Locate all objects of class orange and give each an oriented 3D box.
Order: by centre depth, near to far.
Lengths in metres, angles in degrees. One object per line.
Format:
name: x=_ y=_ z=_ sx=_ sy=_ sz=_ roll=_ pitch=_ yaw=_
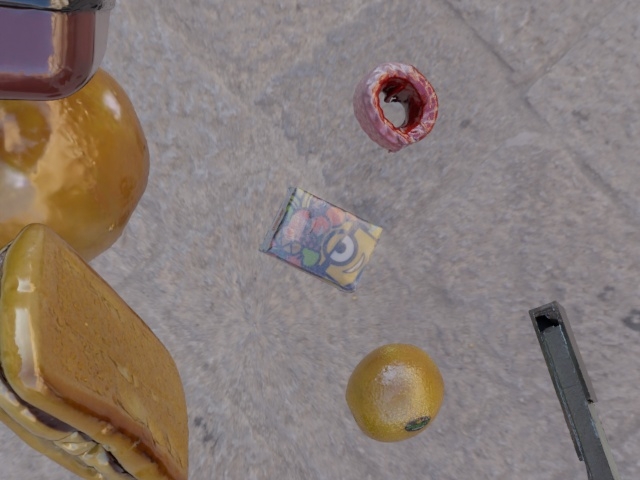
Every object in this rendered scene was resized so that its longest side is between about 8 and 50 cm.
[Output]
orange: x=0.174 y=0.353 z=1.791 sx=0.236 sy=0.236 sz=0.236 roll=1 pitch=84 yaw=-5

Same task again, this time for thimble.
thimble: x=0.166 y=-0.301 z=1.720 sx=0.163 sy=0.125 sz=0.189 roll=-32 pitch=97 yaw=-11

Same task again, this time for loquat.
loquat: x=-0.383 y=-0.108 z=0.972 sx=0.329 sy=0.328 sz=0.328 roll=1 pitch=84 yaw=-5

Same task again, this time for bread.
bread: x=-0.148 y=0.084 z=0.481 sx=0.077 sy=0.200 sz=0.116 roll=-15 pitch=51 yaw=9

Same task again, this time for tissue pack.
tissue pack: x=0.000 y=0.000 z=1.126 sx=0.148 sy=0.060 sz=0.108 roll=26 pitch=85 yaw=-16

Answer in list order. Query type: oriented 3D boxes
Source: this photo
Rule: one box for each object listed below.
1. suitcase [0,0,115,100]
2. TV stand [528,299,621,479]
suitcase: x=-0.278 y=-0.179 z=0.470 sx=0.297 sy=0.236 sz=0.161 roll=2 pitch=108 yaw=-14
TV stand: x=0.335 y=0.207 z=1.003 sx=0.040 sy=0.049 sz=0.256 roll=-24 pitch=63 yaw=23
